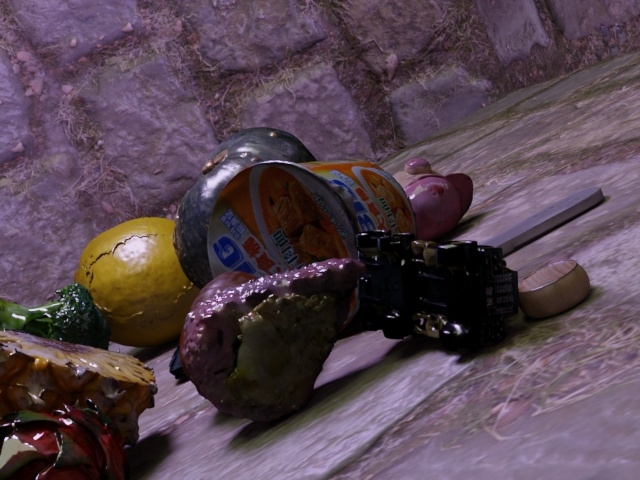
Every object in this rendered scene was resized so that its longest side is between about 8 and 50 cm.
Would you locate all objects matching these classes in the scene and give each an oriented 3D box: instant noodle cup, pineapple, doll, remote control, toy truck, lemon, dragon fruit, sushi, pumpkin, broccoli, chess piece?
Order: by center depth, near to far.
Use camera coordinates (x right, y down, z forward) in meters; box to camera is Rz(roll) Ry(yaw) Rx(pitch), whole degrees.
[{"bbox_3d":[-0.302,0.264,1.048,0.189,0.182,0.182,-14,4,-17],"label":"dragon fruit"},{"bbox_3d":[0.259,0.055,1.082,0.084,0.038,0.083,-26,10,5],"label":"chess piece"},{"bbox_3d":[0.142,0.053,1.149,0.127,0.127,0.257,-4,4,-23],"label":"toy truck"},{"bbox_3d":[-0.044,0.126,1.181,0.241,0.161,0.107,-19,11,-16],"label":"sushi"},{"bbox_3d":[-0.349,0.277,1.227,0.209,0.286,0.344,20,0,44],"label":"pineapple"},{"bbox_3d":[0.320,-0.020,1.458,0.245,0.022,0.077,-27,6,-10],"label":"remote control"},{"bbox_3d":[0.000,0.000,1.506,0.296,0.296,0.214,-21,1,36],"label":"instant noodle cup"},{"bbox_3d":[-0.129,-0.037,1.762,0.327,0.257,0.291,-56,14,-24],"label":"pumpkin"},{"bbox_3d":[0.175,-0.077,1.822,0.196,0.152,0.256,-31,16,-14],"label":"doll"},{"bbox_3d":[-0.549,0.207,1.874,0.297,0.297,0.297,-60,0,1],"label":"broccoli"},{"bbox_3d":[-0.373,0.089,2.072,0.297,0.297,0.297,-26,7,4],"label":"lemon"}]

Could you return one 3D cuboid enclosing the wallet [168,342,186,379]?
[{"bbox_3d":[-0.185,0.169,1.766,0.172,0.045,0.318,-28,10,3],"label":"wallet"}]

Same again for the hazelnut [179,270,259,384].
[{"bbox_3d":[-0.104,0.132,1.313,0.182,0.182,0.182,-26,7,4],"label":"hazelnut"}]
